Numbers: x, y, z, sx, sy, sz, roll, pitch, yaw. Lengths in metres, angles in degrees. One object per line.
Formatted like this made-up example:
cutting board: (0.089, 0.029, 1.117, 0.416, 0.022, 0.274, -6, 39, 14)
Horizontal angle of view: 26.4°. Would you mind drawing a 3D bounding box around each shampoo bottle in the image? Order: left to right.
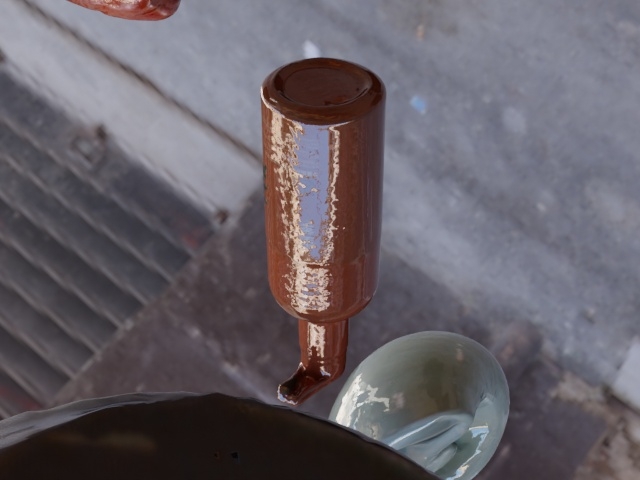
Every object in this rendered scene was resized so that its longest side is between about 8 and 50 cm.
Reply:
shampoo bottle: (0.001, -0.001, 0.925, 0.085, 0.085, 0.244, 27, 132, 33)

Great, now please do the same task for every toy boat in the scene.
toy boat: (-0.046, 0.122, 0.470, 0.262, 0.114, 0.115, 18, 142, -28)

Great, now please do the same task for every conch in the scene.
conch: (0.069, 0.153, 1.118, 0.121, 0.185, 0.221, 31, 172, 22)

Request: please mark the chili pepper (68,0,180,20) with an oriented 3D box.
chili pepper: (-0.147, -0.187, 0.893, 0.123, 0.073, 0.070, 24, 121, 2)
